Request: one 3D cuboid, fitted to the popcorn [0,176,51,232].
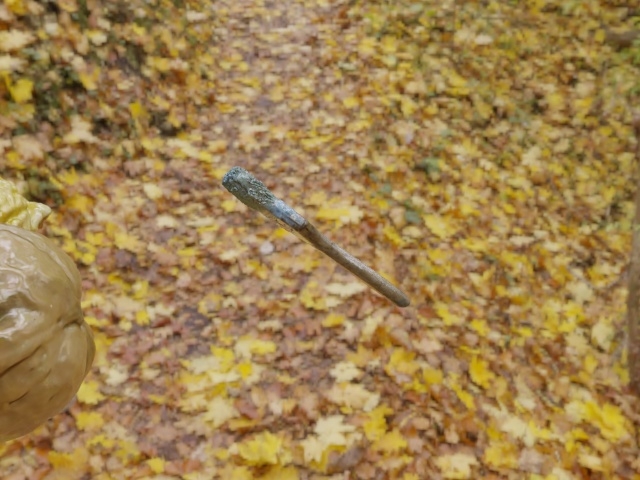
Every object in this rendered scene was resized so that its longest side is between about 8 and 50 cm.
[{"bbox_3d":[-0.441,-0.015,1.031,0.180,0.170,0.180,-34,30,23],"label":"popcorn"}]

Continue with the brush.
[{"bbox_3d":[0.000,0.000,0.695,0.196,0.021,0.070,35,-6,-11],"label":"brush"}]

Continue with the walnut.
[{"bbox_3d":[-0.361,0.097,0.806,0.257,0.224,0.257,-10,11,2],"label":"walnut"}]
